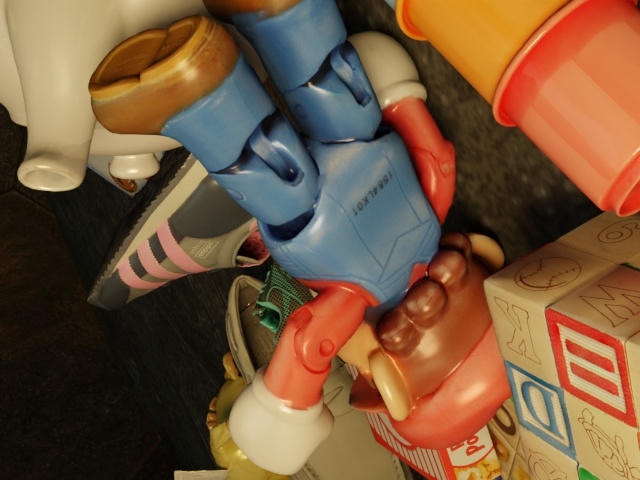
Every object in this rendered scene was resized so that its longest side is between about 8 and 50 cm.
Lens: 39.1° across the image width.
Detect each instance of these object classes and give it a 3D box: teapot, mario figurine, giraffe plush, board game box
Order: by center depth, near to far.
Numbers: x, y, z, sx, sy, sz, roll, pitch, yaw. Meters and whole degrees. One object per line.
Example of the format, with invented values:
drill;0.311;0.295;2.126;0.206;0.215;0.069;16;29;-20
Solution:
mario figurine;0.000;0.000;0.521;0.321;0.198;0.170;56;-172;-29
teapot;-0.124;-0.134;0.583;0.252;0.256;0.187;16;113;47
board game box;0.059;0.083;0.697;0.194;0.045;0.146;70;163;-11
giraffe plush;-0.067;0.228;1.066;0.170;0.210;0.181;-104;32;-60

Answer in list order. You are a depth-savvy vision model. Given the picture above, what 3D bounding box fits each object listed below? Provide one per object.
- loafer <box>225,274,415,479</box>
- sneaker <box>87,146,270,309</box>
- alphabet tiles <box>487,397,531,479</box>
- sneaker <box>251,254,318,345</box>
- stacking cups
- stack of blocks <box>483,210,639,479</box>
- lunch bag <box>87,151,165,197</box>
loafer;-0.012;0.159;0.892;0.319;0.112;0.111;48;164;39
sneaker;-0.121;0.004;0.845;0.131;0.112;0.319;27;146;-18
alphabet tiles;0.153;0.188;0.665;0.198;0.009;0.237;49;156;34
sneaker;-0.031;0.046;0.825;0.166;0.076;0.065;-122;12;-54
stacking cups;0.051;-0.144;0.408;0.316;0.096;0.096;51;157;20
stack of blocks;0.200;0.108;0.327;0.297;0.087;0.171;27;139;59
lunch bag;-0.231;-0.181;0.884;0.303;0.115;0.243;33;153;13
